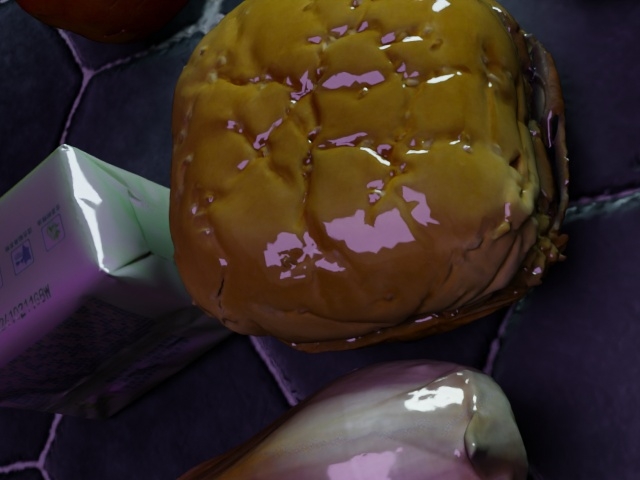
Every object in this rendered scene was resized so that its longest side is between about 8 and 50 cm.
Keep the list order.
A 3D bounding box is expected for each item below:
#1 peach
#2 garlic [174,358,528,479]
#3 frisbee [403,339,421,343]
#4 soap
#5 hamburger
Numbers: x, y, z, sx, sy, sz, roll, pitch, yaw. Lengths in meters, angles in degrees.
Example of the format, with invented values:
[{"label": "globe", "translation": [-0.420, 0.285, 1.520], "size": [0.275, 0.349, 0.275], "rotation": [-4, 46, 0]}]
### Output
[{"label": "peach", "translation": [-0.185, -0.278, 0.942], "size": [0.197, 0.197, 0.197], "rotation": [-8, 75, 31]}, {"label": "garlic", "translation": [0.004, 0.223, 0.695], "size": [0.313, 0.249, 0.286], "rotation": [-22, 50, 9]}, {"label": "frisbee", "translation": [0.000, 0.000, 0.863], "size": [0.187, 0.012, 0.211], "rotation": [-21, 69, 28]}, {"label": "soap", "translation": [-0.195, 0.044, 0.869], "size": [0.199, 0.182, 0.138], "rotation": [-34, 60, 23]}, {"label": "hamburger", "translation": [0.030, -0.069, 0.762], "size": [0.318, 0.158, 0.319], "rotation": [-9, 65, 20]}]
